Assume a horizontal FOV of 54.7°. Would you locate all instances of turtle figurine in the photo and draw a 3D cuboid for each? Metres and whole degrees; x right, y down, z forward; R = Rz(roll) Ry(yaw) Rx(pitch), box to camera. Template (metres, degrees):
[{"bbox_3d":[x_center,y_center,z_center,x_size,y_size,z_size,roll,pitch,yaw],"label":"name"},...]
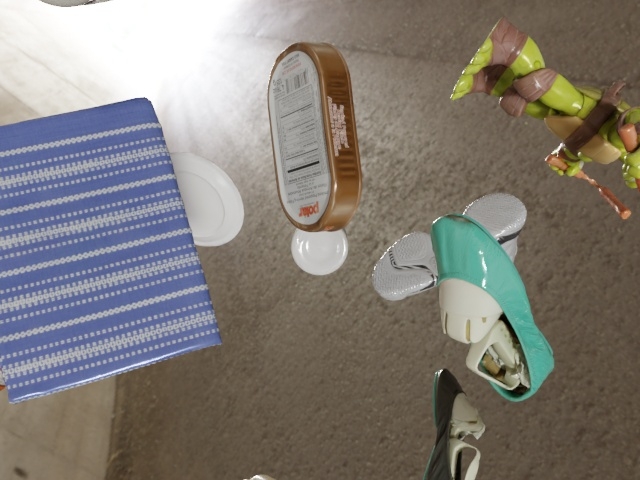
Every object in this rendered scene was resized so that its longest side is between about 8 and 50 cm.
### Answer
[{"bbox_3d":[0.230,-0.108,0.543,0.087,0.217,0.269,-56,-3,9],"label":"turtle figurine"}]

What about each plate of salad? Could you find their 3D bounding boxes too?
[{"bbox_3d":[-0.230,-0.077,1.146,0.200,0.200,0.048,-35,15,35],"label":"plate of salad"}]

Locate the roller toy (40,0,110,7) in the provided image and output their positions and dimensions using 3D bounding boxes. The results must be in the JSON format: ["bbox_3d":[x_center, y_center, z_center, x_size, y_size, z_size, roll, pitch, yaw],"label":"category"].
[{"bbox_3d":[-0.277,-0.375,0.721,0.146,0.191,0.209,-47,-24,-55],"label":"roller toy"}]

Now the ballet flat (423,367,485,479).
[{"bbox_3d":[0.257,0.374,1.163,0.096,0.095,0.280,-9,52,31],"label":"ballet flat"}]

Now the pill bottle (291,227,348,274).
[{"bbox_3d":[0.000,0.000,1.266,0.112,0.112,0.186,-48,5,8],"label":"pill bottle"}]

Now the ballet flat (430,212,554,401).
[{"bbox_3d":[0.170,0.084,0.626,0.083,0.247,0.087,4,51,47],"label":"ballet flat"}]

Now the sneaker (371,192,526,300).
[{"bbox_3d":[0.295,0.057,1.377,0.366,0.210,0.137,-30,51,-4],"label":"sneaker"}]

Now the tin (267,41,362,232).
[{"bbox_3d":[-0.010,-0.101,0.615,0.106,0.040,0.189,-8,89,58],"label":"tin"}]

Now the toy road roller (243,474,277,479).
[{"bbox_3d":[-0.191,0.642,1.290,0.202,0.240,0.329,2,55,49],"label":"toy road roller"}]

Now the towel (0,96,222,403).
[{"bbox_3d":[-0.279,-0.002,0.735,0.243,0.336,0.040,-15,-13,-14],"label":"towel"}]

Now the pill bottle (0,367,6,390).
[{"bbox_3d":[-0.558,0.110,1.233,0.392,0.224,0.224,-36,20,-8],"label":"pill bottle"}]
